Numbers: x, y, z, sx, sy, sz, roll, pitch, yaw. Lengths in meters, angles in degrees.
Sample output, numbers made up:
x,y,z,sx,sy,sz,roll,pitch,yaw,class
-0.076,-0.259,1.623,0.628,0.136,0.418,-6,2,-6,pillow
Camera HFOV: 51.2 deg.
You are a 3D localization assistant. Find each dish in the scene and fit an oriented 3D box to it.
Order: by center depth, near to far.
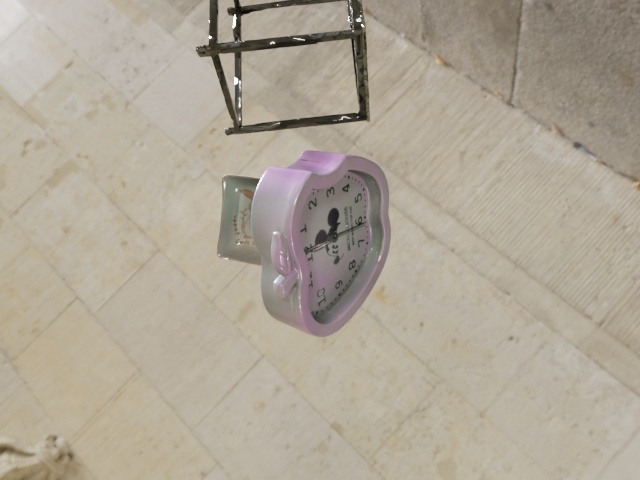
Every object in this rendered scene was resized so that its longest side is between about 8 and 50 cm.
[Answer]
x,y,z,sx,sy,sz,roll,pitch,yaw,class
-0.168,-0.052,1.646,0.151,0.212,0.077,9,-170,21,dish

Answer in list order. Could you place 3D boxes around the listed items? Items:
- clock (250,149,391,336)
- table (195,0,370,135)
x,y,z,sx,sy,sz,roll,pitch,yaw,class
0.000,0.000,1.216,0.102,0.338,0.338,14,156,35,clock
-0.063,-0.398,1.213,0.222,0.272,0.335,78,-173,-60,table
